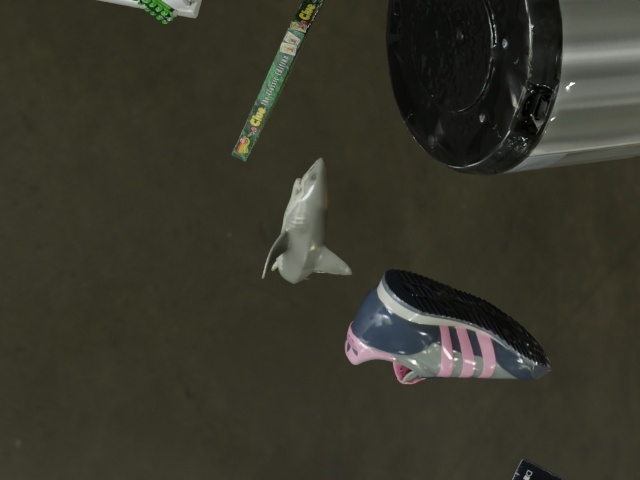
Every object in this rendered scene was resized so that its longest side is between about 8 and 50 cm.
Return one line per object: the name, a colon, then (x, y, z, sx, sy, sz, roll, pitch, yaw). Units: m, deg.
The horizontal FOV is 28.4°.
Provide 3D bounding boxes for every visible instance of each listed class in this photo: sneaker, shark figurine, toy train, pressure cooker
sneaker: (0.166, 0.139, 1.668, 0.319, 0.112, 0.131, 24, 115, -33)
shark figurine: (-0.007, 0.024, 1.761, 0.278, 0.116, 0.166, 95, 15, -66)
toy train: (-0.207, -0.295, 1.578, 0.024, 0.083, 0.017, -31, 141, -28)
pressure cooker: (0.343, -0.279, 1.729, 0.420, 0.370, 0.375, -8, 120, -27)

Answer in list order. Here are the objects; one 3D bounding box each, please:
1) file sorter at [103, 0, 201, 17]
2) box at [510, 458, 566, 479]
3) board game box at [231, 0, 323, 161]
file sorter: (-0.286, -0.437, 1.653, 0.173, 0.278, 0.193, 63, 40, -73)
box: (0.224, 0.334, 1.330, 0.156, 0.093, 0.158, -60, 157, -14)
board game box: (-0.058, -0.243, 1.817, 0.030, 0.259, 0.136, 25, 45, -5)
